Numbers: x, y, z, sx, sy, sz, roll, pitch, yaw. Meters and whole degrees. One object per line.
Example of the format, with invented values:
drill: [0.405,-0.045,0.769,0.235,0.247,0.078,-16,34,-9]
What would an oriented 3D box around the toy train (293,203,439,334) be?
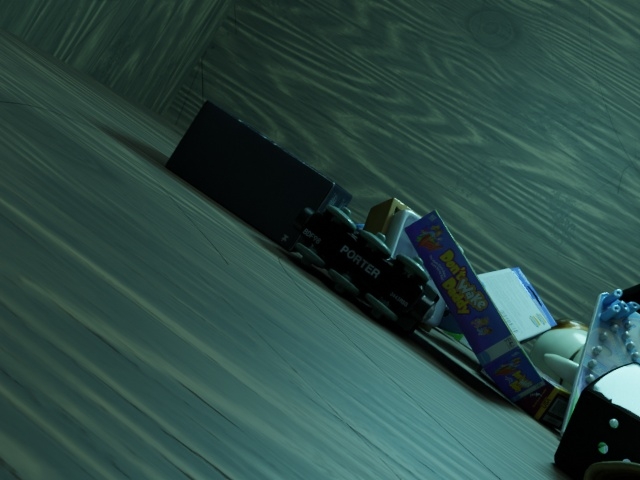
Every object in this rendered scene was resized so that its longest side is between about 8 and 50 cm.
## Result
toy train: [0.089,0.058,1.500,0.334,0.142,0.190,36,-5,20]

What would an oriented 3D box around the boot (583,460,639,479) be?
boot: [0.457,0.358,0.896,0.203,0.095,0.262,34,-3,-21]

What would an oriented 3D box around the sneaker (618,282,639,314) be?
sneaker: [0.873,0.238,1.778,0.447,0.169,0.257,21,-16,48]

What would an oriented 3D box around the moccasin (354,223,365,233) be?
moccasin: [0.104,0.029,1.906,0.138,0.116,0.342,3,-8,13]

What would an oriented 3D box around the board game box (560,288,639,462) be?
board game box: [0.699,0.338,1.531,0.390,0.390,0.050,34,-37,-2]

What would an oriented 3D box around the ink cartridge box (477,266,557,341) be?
ink cartridge box: [0.444,0.164,1.828,0.311,0.065,0.185,-8,60,-49]

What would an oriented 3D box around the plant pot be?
plant pot: [0.459,0.301,1.110,0.167,0.187,0.188,8,16,-39]

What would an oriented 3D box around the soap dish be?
soap dish: [0.190,0.059,1.728,0.118,0.229,0.291,11,-13,44]

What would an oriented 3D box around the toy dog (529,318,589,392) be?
toy dog: [0.658,0.354,1.849,0.395,0.284,0.408,15,6,-12]

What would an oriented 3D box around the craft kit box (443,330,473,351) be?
craft kit box: [0.481,0.310,2.216,0.247,0.061,0.250,37,4,11]

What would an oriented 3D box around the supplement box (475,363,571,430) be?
supplement box: [0.436,0.306,1.602,0.104,0.081,0.188,30,5,-41]

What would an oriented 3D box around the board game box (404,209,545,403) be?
board game box: [0.308,0.133,1.525,0.233,0.078,0.347,46,15,-53]

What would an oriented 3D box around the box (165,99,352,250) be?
box: [-0.126,-0.135,1.751,0.343,0.179,0.312,34,5,8]

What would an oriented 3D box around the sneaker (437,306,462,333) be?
sneaker: [0.279,0.166,1.990,0.330,0.130,0.147,34,22,-27]
